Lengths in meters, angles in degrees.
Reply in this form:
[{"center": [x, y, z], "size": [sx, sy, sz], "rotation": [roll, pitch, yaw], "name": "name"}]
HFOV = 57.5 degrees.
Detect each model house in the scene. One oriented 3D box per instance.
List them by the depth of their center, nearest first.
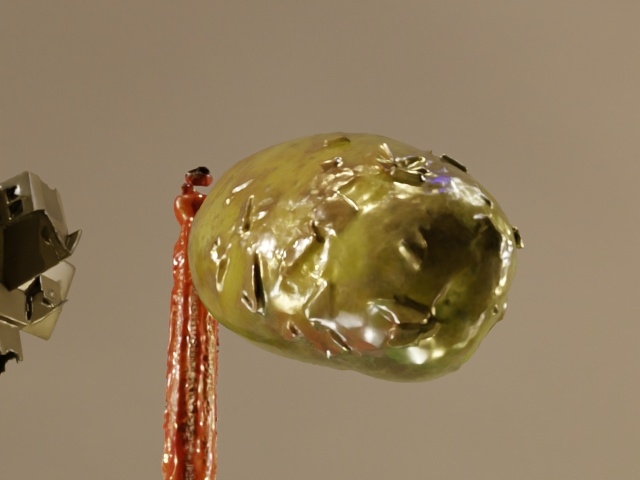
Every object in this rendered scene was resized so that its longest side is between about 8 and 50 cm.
[{"center": [-0.420, 0.049, 0.775], "size": [0.204, 0.211, 0.243], "rotation": [-30, -121, 5], "name": "model house"}]

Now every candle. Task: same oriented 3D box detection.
[{"center": [-0.114, 0.073, 0.530], "size": [0.048, 0.051, 0.330], "rotation": [-23, -128, 21], "name": "candle"}]

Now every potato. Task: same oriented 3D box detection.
[{"center": [0.000, 0.000, 0.419], "size": [0.176, 0.298, 0.141], "rotation": [-40, -55, -29], "name": "potato"}]
